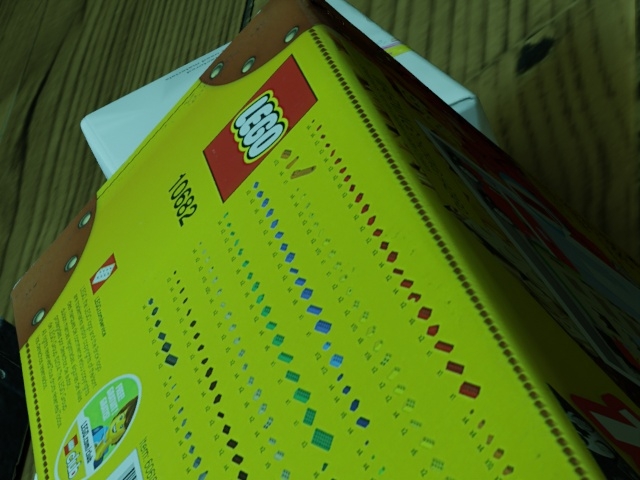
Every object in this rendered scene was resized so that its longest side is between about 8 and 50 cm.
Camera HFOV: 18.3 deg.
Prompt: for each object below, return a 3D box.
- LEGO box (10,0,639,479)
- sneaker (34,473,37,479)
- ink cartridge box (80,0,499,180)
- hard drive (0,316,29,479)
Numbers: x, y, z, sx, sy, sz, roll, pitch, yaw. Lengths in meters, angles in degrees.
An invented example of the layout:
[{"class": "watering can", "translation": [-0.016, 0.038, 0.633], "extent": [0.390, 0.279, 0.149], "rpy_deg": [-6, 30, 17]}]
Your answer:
[{"class": "LEGO box", "translation": [0.107, 0.159, 0.692], "extent": [0.193, 0.372, 0.500], "rpy_deg": [-48, 26, 11]}, {"class": "sneaker", "translation": [-0.110, 0.142, 1.427], "extent": [0.262, 0.099, 0.121], "rpy_deg": [-50, 29, 8]}, {"class": "ink cartridge box", "translation": [0.000, 0.000, 1.228], "extent": [0.197, 0.198, 0.270], "rpy_deg": [-27, 25, -6]}, {"class": "hard drive", "translation": [-0.359, 0.252, 1.749], "extent": [0.237, 0.064, 0.339], "rpy_deg": [-37, 30, 31]}]
